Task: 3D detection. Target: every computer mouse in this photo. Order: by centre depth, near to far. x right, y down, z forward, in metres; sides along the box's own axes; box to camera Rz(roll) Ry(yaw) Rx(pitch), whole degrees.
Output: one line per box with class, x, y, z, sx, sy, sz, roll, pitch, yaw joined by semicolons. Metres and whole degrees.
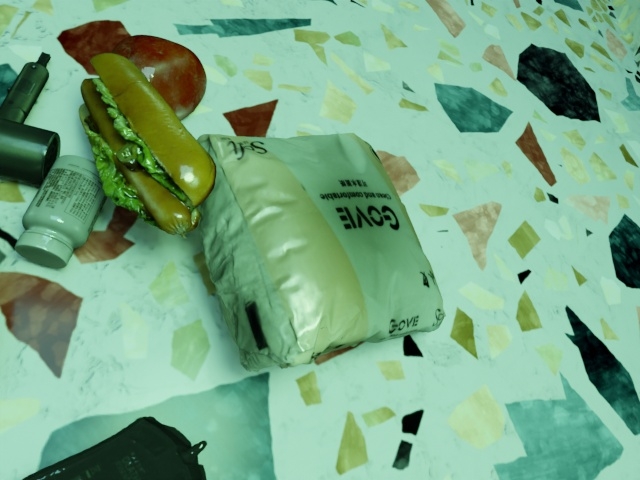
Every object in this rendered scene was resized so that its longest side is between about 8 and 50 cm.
computer mouse;-0.239;0.299;0.484;0.264;0.088;0.147;-22;60;-32

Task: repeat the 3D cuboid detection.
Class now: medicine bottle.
medicine bottle;-0.342;-0.038;0.609;0.079;0.079;0.140;19;59;-16

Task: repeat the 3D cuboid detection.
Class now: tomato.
tomato;-0.272;-0.277;0.763;0.166;0.082;0.174;10;59;-22

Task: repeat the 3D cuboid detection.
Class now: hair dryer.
hair dryer;-0.462;-0.201;0.652;0.195;0.078;0.249;14;51;-19

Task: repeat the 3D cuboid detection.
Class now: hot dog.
hot dog;-0.246;-0.132;0.605;0.100;0.135;0.337;1;41;-51

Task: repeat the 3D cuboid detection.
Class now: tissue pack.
tissue pack;0.000;0.000;0.699;0.375;0.195;0.390;-11;70;-43
